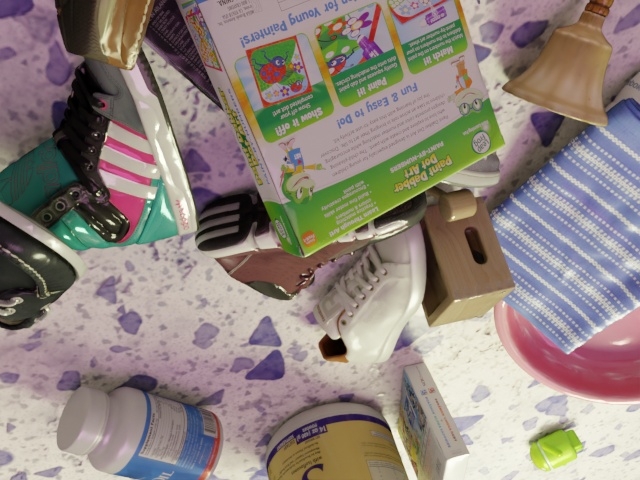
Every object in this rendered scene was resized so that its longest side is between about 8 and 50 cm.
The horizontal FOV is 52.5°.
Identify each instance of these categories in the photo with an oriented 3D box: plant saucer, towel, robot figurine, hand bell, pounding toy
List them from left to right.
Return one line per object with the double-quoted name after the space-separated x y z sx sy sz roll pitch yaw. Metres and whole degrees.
0.178 -0.010 0.826 0.094 0.181 0.206 -11 159 -10 "pounding toy"
0.502 0.450 1.393 0.115 0.067 0.101 -29 144 8 "robot figurine"
0.361 0.001 0.856 0.243 0.040 0.336 38 130 -4 "towel"
0.304 -0.260 0.705 0.126 0.126 0.242 8 115 -24 "hand bell"
0.435 0.103 0.977 0.332 0.084 0.332 12 127 16 "plant saucer"

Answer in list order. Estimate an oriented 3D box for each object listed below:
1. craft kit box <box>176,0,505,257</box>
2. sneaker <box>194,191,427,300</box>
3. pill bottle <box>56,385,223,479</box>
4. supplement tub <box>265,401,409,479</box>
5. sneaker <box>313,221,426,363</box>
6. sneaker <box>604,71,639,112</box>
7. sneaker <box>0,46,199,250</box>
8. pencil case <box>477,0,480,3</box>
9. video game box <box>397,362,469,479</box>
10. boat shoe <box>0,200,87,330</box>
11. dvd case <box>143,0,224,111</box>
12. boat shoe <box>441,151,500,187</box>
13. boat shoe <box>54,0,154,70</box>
0.032 -0.150 0.598 0.249 0.061 0.247 -28 105 -20 "craft kit box"
0.000 0.000 0.810 0.281 0.106 0.162 -8 143 14 "sneaker"
-0.266 0.289 0.964 0.221 0.124 0.124 28 117 -34 "pill bottle"
0.049 0.469 1.081 0.241 0.331 0.241 -9 132 -10 "supplement tub"
0.061 0.079 0.898 0.123 0.106 0.290 -4 132 -18 "sneaker"
0.498 -0.114 0.832 0.297 0.111 0.129 31 108 -14 "sneaker"
-0.240 -0.098 0.643 0.178 0.124 0.296 -20 135 -13 "sneaker"
0.213 -0.332 0.597 0.236 0.104 0.104 -40 130 16 "pencil case"
0.188 0.347 1.120 0.048 0.187 0.205 -13 133 -12 "video game box"
-0.304 0.038 0.640 0.114 0.091 0.302 36 158 -6 "boat shoe"
-0.078 -0.214 0.577 0.221 0.018 0.165 40 80 -26 "dvd case"
0.077 -0.139 0.712 0.320 0.118 0.103 18 101 -22 "boat shoe"
-0.108 -0.284 0.470 0.119 0.122 0.324 6 106 -39 "boat shoe"
